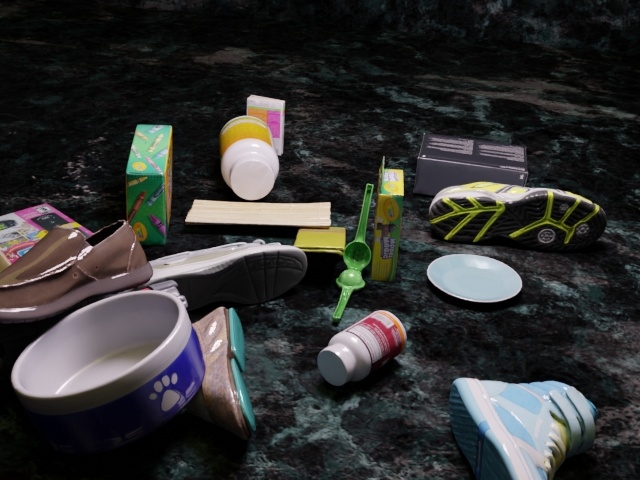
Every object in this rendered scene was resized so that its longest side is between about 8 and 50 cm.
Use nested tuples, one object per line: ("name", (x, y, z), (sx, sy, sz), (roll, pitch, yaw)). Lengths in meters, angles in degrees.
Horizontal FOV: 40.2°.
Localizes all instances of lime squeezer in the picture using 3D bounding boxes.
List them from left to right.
("lime squeezer", (0.070, 0.047, 1.706), (0.059, 0.110, 0.310), (20, 59, -5))

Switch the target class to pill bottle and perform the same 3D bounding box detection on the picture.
("pill bottle", (-0.170, -0.192, 2.074), (0.136, 0.136, 0.245), (0, 28, -9))
("pill bottle", (0.068, 0.181, 1.455), (0.086, 0.086, 0.152), (25, 35, 34))

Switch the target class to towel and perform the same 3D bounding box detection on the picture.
("towel", (0.000, 0.000, 1.787), (0.102, 0.021, 0.237), (1, 10, 1))

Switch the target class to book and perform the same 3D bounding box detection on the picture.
("book", (-0.143, -0.297, 2.268), (0.096, 0.144, 0.035), (10, 28, 11))

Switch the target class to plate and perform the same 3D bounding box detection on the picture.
("plate", (0.306, 0.081, 1.745), (0.188, 0.024, 0.188), (3, 27, -2))

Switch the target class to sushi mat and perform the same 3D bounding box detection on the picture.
("sushi mat", (-0.134, -0.060, 1.926), (0.317, 0.019, 0.151), (1, 21, -2))

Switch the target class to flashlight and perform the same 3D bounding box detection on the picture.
("flashlight", (-0.372, 0.152, 1.445), (0.304, 0.103, 0.103), (-18, 26, -28))

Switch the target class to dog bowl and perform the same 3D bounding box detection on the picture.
("dog bowl", (-0.307, 0.187, 1.282), (0.265, 0.104, 0.265), (-15, 25, 7))

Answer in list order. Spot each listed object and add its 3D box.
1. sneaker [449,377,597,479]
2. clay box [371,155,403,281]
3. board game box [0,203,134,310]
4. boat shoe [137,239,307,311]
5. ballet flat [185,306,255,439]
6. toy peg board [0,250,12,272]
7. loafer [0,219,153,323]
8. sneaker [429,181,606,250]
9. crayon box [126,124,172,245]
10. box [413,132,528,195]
("sneaker", (0.321, 0.297, 1.232), (0.208, 0.127, 0.319), (-2, 29, -9))
("clay box", (0.135, -0.045, 1.747), (0.053, 0.222, 0.127), (5, 28, 2))
("board game box", (-0.521, 0.048, 1.614), (0.303, 0.097, 0.224), (28, 37, 37))
("boat shoe", (-0.183, 0.056, 1.629), (0.320, 0.118, 0.103), (-13, 36, -17))
("ballet flat", (-0.166, 0.216, 1.365), (0.106, 0.107, 0.316), (-19, 24, 0))
("toy peg board", (-0.592, 0.083, 1.445), (0.160, 0.079, 0.161), (-49, 51, -4))
("loafer", (-0.431, 0.045, 1.394), (0.134, 0.130, 0.366), (-7, 8, 33))
("sneaker", (0.435, -0.074, 1.932), (0.385, 0.145, 0.147), (8, 28, 3))
("crayon box", (-0.366, -0.126, 1.889), (0.081, 0.165, 0.278), (1, 28, -7))
("box", (0.371, -0.175, 2.157), (0.261, 0.103, 0.184), (9, 25, 8))
